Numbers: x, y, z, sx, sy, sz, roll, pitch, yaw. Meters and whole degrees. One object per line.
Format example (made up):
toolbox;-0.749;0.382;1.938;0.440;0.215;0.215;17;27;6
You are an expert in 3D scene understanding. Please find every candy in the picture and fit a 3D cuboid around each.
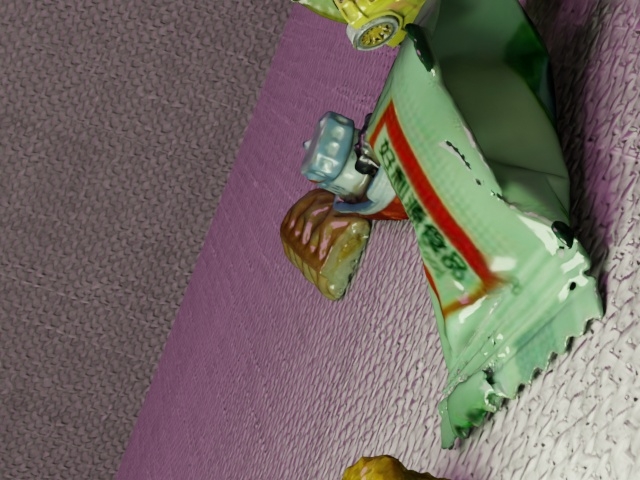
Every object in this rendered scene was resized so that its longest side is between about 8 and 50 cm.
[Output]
candy;0.140;-0.047;1.156;0.263;0.172;0.398;113;152;-57

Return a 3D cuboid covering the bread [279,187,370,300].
bread;0.000;0.000;1.831;0.232;0.088;0.128;-132;55;-71

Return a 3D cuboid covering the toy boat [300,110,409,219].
toy boat;0.064;-0.105;1.575;0.332;0.133;0.145;165;125;-76

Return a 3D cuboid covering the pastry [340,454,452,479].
pastry;0.057;0.265;1.061;0.189;0.103;0.189;-160;90;-78

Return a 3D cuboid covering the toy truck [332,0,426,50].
toy truck;0.116;-0.255;1.315;0.157;0.272;0.124;-38;65;23

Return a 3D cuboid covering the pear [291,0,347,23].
pear;0.126;-0.466;1.697;0.318;0.238;0.342;-65;-1;-46
